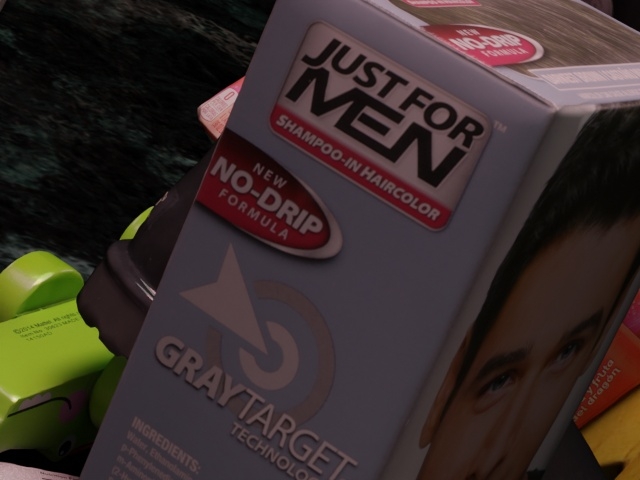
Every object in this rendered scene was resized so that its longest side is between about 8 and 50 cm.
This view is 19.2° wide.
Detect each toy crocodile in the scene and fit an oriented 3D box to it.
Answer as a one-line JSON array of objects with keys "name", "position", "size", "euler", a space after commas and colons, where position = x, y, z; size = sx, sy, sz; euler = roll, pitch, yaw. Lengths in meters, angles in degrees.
[{"name": "toy crocodile", "position": [-0.107, 0.063, 1.111], "size": [0.115, 0.105, 0.340], "euler": [30, 25, 20]}]

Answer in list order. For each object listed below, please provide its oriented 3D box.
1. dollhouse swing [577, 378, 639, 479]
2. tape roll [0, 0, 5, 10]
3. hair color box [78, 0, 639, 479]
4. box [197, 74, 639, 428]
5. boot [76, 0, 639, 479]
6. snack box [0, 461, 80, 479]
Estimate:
[{"name": "dollhouse swing", "position": [0.233, 0.103, 1.316], "size": [0.347, 0.315, 0.305], "euler": [31, -22, 47]}, {"name": "tape roll", "position": [-0.292, -0.249, 1.424], "size": [0.100, 0.286, 0.286], "euler": [23, 19, 3]}, {"name": "hair color box", "position": [0.008, 0.083, 0.748], "size": [0.114, 0.374, 0.185], "euler": [32, 21, 24]}, {"name": "box", "position": [0.063, -0.008, 1.180], "size": [0.300, 0.142, 0.154], "euler": [45, -11, 51]}, {"name": "boot", "position": [0.145, -0.034, 0.911], "size": [0.367, 0.445, 0.146], "euler": [38, 13, 0]}, {"name": "snack box", "position": [-0.092, 0.153, 0.985], "size": [0.178, 0.022, 0.064], "euler": [15, 20, -24]}]
